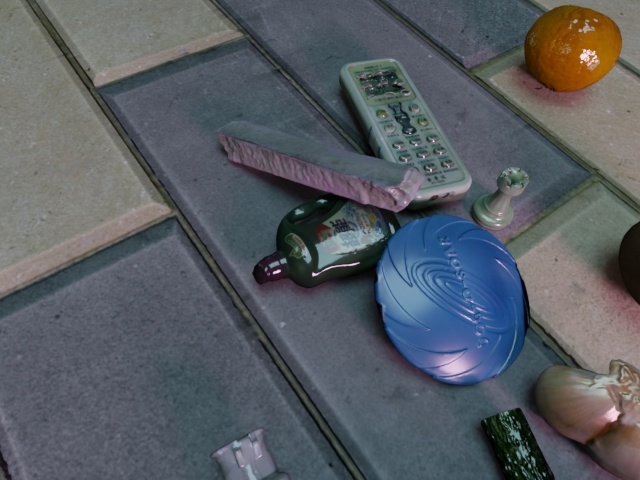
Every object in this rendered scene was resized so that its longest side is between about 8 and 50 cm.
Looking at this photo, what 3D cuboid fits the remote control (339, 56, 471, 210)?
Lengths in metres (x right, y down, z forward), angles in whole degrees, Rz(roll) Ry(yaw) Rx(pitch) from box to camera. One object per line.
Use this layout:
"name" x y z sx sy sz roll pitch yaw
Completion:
"remote control" 0.140 -0.199 0.835 0.128 0.065 0.335 -14 60 -11

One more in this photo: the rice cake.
"rice cake" -0.015 -0.120 0.726 0.365 0.056 0.072 20 47 28

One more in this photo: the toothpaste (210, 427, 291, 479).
"toothpaste" -0.028 0.349 0.479 0.114 0.073 0.299 -21 69 -18

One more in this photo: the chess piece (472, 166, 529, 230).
"chess piece" 0.289 -0.069 0.745 0.067 0.103 0.067 3 58 -4

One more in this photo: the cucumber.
"cucumber" 0.249 0.294 0.541 0.058 0.058 0.187 -10 60 -11

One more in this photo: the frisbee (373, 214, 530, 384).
"frisbee" 0.191 0.073 0.645 0.242 0.045 0.241 5 72 -15

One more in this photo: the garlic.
"garlic" 0.357 0.217 0.586 0.175 0.099 0.124 28 79 17

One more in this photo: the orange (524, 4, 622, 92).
"orange" 0.493 -0.379 0.927 0.178 0.155 0.177 24 16 -8

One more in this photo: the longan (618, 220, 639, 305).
"longan" 0.533 0.035 0.673 0.185 0.159 0.204 39 49 18

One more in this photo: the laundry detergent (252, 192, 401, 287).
"laundry detergent" 0.000 0.000 0.693 0.222 0.078 0.144 -20 60 -14
